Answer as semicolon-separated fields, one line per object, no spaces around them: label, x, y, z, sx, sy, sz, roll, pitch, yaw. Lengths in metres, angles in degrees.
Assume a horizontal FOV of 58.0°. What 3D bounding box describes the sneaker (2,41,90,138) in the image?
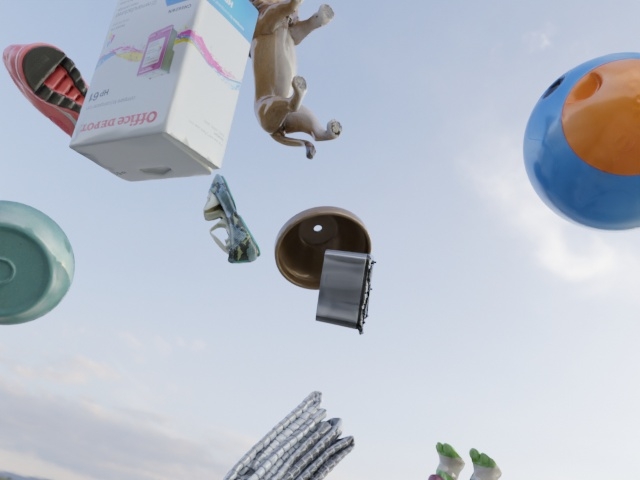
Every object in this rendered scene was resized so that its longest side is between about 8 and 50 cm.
sneaker;-0.489;-0.269;1.136;0.136;0.116;0.314;23;-22;31

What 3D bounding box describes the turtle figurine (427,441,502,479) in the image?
turtle figurine;0.166;0.452;0.968;0.274;0.266;0.198;33;-29;14

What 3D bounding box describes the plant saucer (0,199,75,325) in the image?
plant saucer;-0.285;0.024;0.517;0.119;0.119;0.021;30;4;-21

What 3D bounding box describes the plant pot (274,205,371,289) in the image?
plant pot;0.000;0.000;1.415;0.237;0.110;0.238;-5;-53;-7

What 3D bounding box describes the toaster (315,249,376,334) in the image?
toaster;0.060;0.108;1.293;0.110;0.168;0.185;8;0;7

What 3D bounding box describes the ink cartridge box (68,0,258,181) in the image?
ink cartridge box;-0.100;-0.105;0.374;0.088;0.123;0.052;-2;-20;32

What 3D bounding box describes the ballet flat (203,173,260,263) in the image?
ballet flat;-0.165;-0.038;0.979;0.070;0.188;0.070;-22;-33;-15

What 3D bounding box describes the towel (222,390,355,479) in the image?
towel;-0.082;0.431;1.014;0.121;0.283;0.235;41;-49;16

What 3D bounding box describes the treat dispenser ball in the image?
treat dispenser ball;0.482;-0.156;0.941;0.287;0.288;0.288;11;-33;7

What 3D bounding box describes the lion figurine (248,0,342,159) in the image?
lion figurine;-0.082;-0.329;1.119;0.142;0.393;0.240;9;-11;-40
